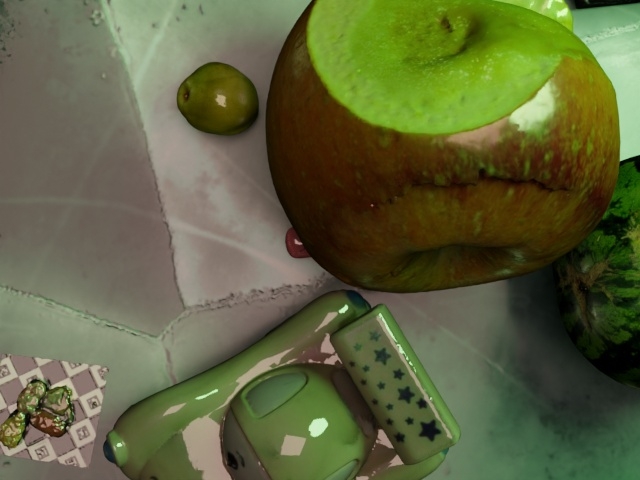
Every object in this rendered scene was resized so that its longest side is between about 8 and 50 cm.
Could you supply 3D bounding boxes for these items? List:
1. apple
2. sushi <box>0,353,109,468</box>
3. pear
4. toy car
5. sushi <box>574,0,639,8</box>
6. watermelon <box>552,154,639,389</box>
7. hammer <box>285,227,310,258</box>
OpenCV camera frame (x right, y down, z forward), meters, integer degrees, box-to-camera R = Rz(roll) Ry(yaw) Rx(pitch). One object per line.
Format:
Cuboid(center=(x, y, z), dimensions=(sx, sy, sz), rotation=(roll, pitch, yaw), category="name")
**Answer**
Cuboid(center=(0.124, -0.129, 1.060), dimensions=(0.374, 0.384, 0.375), rotation=(14, 64, -31), category="apple")
Cuboid(center=(-0.317, 0.197, 1.176), dimensions=(0.126, 0.026, 0.120), rotation=(9, 86, -5), category="sushi")
Cuboid(center=(-0.115, -0.164, 1.186), dimensions=(0.097, 0.092, 0.092), rotation=(11, 85, -47), category="pear")
Cuboid(center=(-0.041, 0.221, 1.101), dimensions=(0.336, 0.226, 0.242), rotation=(-31, 91, -7), category="toy car")
Cuboid(center=(0.360, -0.406, 1.175), dimensions=(0.215, 0.212, 0.227), rotation=(-8, 89, -6), category="sushi")
Cuboid(center=(0.389, 0.033, 1.140), dimensions=(0.268, 0.269, 0.269), rotation=(0, 87, -5), category="watermelon")
Cuboid(center=(0.000, 0.000, 1.208), dimensions=(0.083, 0.043, 0.043), rotation=(-8, 88, -6), category="hammer")
